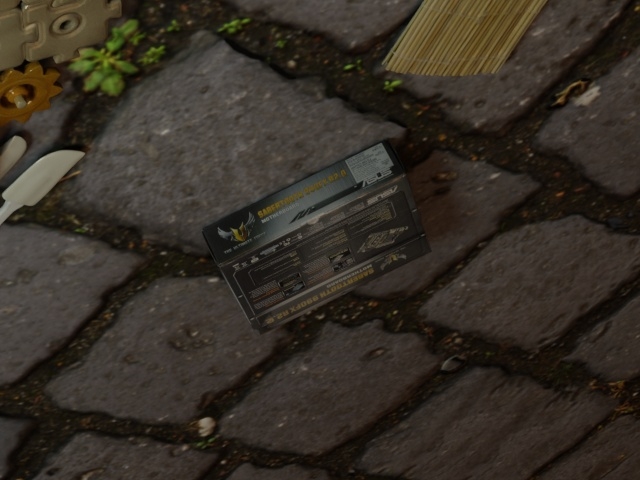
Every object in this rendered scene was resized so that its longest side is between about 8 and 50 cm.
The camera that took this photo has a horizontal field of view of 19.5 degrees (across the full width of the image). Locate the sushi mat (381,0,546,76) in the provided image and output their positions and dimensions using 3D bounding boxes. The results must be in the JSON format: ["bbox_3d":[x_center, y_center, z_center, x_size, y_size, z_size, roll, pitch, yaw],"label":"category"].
[{"bbox_3d":[0.192,-0.279,1.861,0.151,0.019,0.316,-2,142,-37],"label":"sushi mat"}]

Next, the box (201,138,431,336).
[{"bbox_3d":[0.000,0.000,2.093,0.231,0.056,0.183,-26,150,-1],"label":"box"}]

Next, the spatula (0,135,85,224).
[{"bbox_3d":[-0.364,-0.030,1.816,0.242,0.019,0.168,-41,151,24],"label":"spatula"}]

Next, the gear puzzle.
[{"bbox_3d":[-0.259,-0.211,1.606,0.175,0.044,0.339,-19,151,-17],"label":"gear puzzle"}]
